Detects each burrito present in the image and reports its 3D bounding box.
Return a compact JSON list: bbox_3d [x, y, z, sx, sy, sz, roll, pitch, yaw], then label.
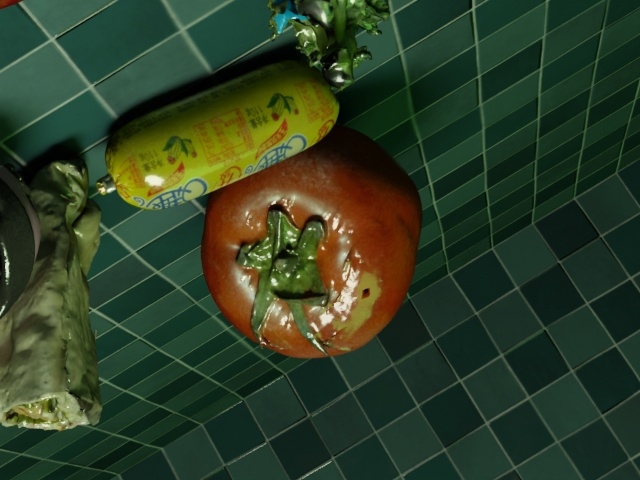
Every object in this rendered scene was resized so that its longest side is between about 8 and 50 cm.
[{"bbox_3d":[-0.334,0.062,1.406,0.135,0.332,0.190,-5,155,4],"label":"burrito"}]

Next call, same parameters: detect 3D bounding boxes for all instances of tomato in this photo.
[{"bbox_3d":[0.000,0.000,1.714,0.341,0.341,0.273,-41,174,27],"label":"tomato"}]

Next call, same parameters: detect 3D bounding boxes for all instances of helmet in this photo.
[{"bbox_3d":[-0.411,0.003,1.293,0.253,0.198,0.154,-44,-175,38],"label":"helmet"}]

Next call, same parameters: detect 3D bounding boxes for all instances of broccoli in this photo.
[{"bbox_3d":[0.012,-0.251,1.330,0.154,0.160,0.167,19,145,-32],"label":"broccoli"}]

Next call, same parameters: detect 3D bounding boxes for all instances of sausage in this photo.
[{"bbox_3d":[-0.123,-0.135,1.467,0.347,0.123,0.123,-26,161,-19],"label":"sausage"}]

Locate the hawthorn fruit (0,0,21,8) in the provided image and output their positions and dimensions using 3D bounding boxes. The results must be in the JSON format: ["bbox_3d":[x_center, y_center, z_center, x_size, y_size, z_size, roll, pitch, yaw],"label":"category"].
[{"bbox_3d":[-0.273,-0.243,0.912,0.133,0.138,0.133,-30,161,-12],"label":"hawthorn fruit"}]
